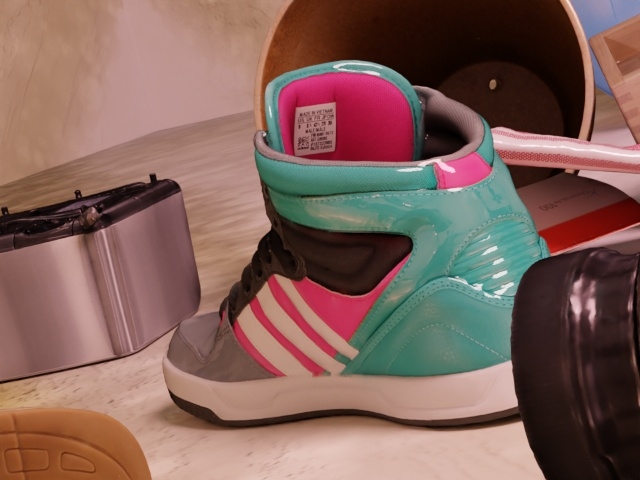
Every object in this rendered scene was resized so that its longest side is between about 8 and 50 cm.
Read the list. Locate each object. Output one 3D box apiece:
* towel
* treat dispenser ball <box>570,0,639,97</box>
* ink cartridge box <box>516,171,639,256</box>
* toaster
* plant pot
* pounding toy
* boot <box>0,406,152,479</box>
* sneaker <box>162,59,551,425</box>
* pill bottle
[{"bbox_3d":[0.168,-0.055,1.161,0.144,0.029,0.197,4,3,8],"label":"towel"},{"bbox_3d":[0.346,-0.269,1.894,0.288,0.288,0.288,-14,8,2],"label":"treat dispenser ball"},{"bbox_3d":[0.101,-0.002,1.148,0.189,0.066,0.232,-19,-8,-32],"label":"ink cartridge box"},{"bbox_3d":[-0.193,0.028,1.426,0.168,0.110,0.186,-13,8,18],"label":"toaster"},{"bbox_3d":[0.101,-0.093,1.439,0.237,0.237,0.254,-12,-6,15],"label":"plant pot"},{"bbox_3d":[0.248,-0.092,1.302,0.130,0.100,0.141,-25,21,10],"label":"pounding toy"},{"bbox_3d":[-0.218,0.132,0.808,0.262,0.095,0.203,-23,10,-27],"label":"boot"},{"bbox_3d":[0.000,0.000,1.010,0.124,0.178,0.295,-21,10,-40],"label":"sneaker"},{"bbox_3d":[0.181,0.031,0.650,0.219,0.123,0.123,-12,8,27],"label":"pill bottle"}]
